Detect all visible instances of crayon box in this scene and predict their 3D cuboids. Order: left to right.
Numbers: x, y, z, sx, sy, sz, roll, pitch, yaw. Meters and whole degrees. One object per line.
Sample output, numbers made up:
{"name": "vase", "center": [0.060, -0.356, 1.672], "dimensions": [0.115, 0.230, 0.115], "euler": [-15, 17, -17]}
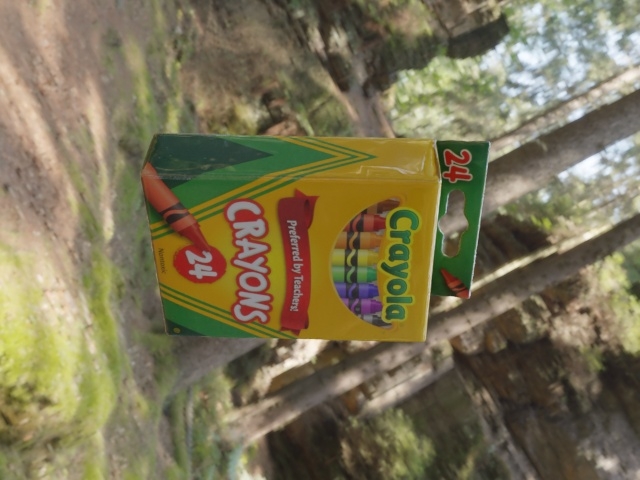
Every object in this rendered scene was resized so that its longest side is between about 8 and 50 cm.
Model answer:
{"name": "crayon box", "center": [0.000, 0.000, 0.822], "dimensions": [0.081, 0.318, 0.202], "euler": [-86, 176, -53]}
